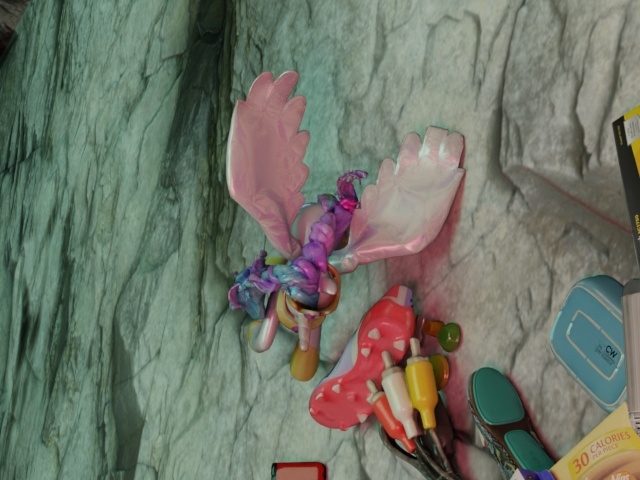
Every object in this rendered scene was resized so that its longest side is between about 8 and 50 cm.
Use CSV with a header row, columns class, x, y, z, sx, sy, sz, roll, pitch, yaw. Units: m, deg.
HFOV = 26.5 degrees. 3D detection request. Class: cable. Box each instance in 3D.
class,x,y,z,sx,sy,sz,roll,pitch,yaw
cable,0.125,0.265,1.612,0.139,0.072,0.287,-51,45,38

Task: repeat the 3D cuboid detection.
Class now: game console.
class,x,y,z,sx,sy,sz,roll,pitch,yaw
game console,-0.033,0.392,1.936,0.124,0.085,0.144,-6,73,28

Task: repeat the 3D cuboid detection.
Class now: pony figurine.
class,x,y,z,sx,sy,sz,roll,pitch,yaw
pony figurine,0.000,0.000,1.763,0.363,0.303,0.351,117,168,-74

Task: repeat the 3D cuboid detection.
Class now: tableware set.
class,x,y,z,sx,sy,sz,roll,pitch,yaw
tableware set,0.133,0.172,1.710,0.104,0.024,0.154,19,96,58

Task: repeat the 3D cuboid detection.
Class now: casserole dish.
class,x,y,z,sx,sy,sz,roll,pitch,yaw
casserole dish,0.298,0.111,1.420,0.188,0.037,0.114,52,126,53

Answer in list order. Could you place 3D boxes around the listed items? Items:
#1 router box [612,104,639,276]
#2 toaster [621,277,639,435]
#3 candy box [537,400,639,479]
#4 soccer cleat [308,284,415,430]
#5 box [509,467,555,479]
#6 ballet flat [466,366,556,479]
class,x,y,z,sx,sy,sz,roll,pitch,yaw
router box,0.363,-0.065,1.352,0.133,0.046,0.179,-38,50,50
toaster,0.358,0.104,1.222,0.227,0.129,0.146,-13,72,57
candy box,0.267,0.324,1.348,0.316,0.087,0.183,-54,37,39
soccer cleat,0.058,0.158,1.761,0.248,0.083,0.095,-61,4,45
box,0.199,0.294,1.361,0.136,0.028,0.081,-66,29,24
ballet flat,0.207,0.224,1.521,0.070,0.070,0.188,-62,30,29
